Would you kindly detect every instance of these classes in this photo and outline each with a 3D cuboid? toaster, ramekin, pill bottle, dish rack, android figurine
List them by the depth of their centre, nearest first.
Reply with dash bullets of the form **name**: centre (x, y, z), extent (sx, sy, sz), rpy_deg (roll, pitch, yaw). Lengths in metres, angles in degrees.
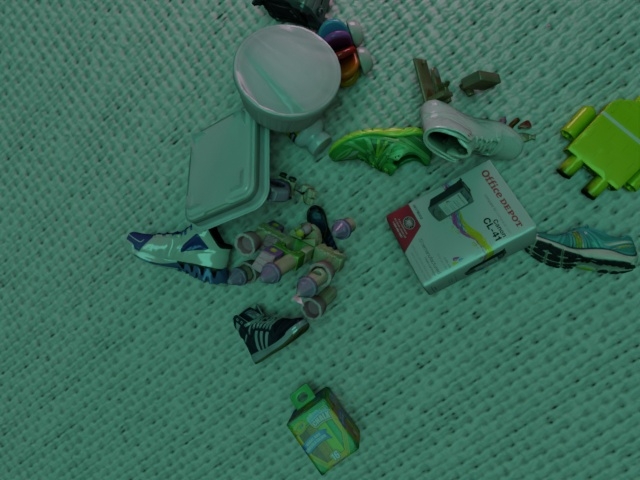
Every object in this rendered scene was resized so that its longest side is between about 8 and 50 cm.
- **android figurine**: centre (0.755, -0.246, 1.204), extent (0.248, 0.056, 0.273), rpy_deg (41, 98, 7)
- **ramekin**: centre (-0.090, -0.407, 1.213), extent (0.272, 0.127, 0.273), rpy_deg (3, 73, -10)
- **dish rack**: centre (-0.266, -0.210, 1.275), extent (0.285, 0.072, 0.333), rpy_deg (-18, 61, 28)
- **toaster**: centre (-0.070, -0.691, 1.293), extent (0.226, 0.129, 0.147), rpy_deg (26, 92, 26)
- **pill bottle**: centre (-0.056, -0.331, 1.318), extent (0.103, 0.103, 0.184), rpy_deg (-43, 84, 8)

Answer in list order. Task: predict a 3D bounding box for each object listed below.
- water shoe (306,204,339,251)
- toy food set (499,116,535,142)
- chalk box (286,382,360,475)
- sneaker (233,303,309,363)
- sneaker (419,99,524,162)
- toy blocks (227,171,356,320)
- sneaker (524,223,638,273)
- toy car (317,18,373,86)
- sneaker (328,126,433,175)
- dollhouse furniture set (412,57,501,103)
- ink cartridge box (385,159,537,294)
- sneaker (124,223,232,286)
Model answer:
- **water shoe**: centre (0.000, 0.000, 1.330), extent (0.072, 0.080, 0.203), rpy_deg (-19, 88, 10)
- **toy food set**: centre (0.515, -0.299, 1.262), extent (0.122, 0.019, 0.078), rpy_deg (-8, 90, 10)
- **chalk box**: centre (-0.002, 0.509, 1.314), extent (0.132, 0.132, 0.213), rpy_deg (-38, 84, 3)
- **sneaker**: centre (-0.148, 0.237, 1.304), extent (0.153, 0.099, 0.282), rpy_deg (58, 137, 9)
- **sneaker**: centre (0.386, -0.242, 1.186), extent (0.292, 0.169, 0.108), rpy_deg (18, 133, -5)
- **toy blocks**: centre (-0.094, 0.034, 1.197), extent (0.288, 0.260, 0.309), rpy_deg (26, 118, 19)
- **sneaker**: centre (0.669, 0.014, 1.220), extent (0.275, 0.107, 0.110), rpy_deg (10, 64, 14)
- **toy car**: centre (0.049, -0.519, 1.277), extent (0.159, 0.136, 0.182), rpy_deg (-19, 88, 10)
- **sneaker**: centre (0.165, -0.240, 1.280), extent (0.295, 0.109, 0.124), rpy_deg (-3, 87, 10)
- **dollhouse furniture set**: centre (0.357, -0.444, 1.223), extent (0.151, 0.144, 0.123), rpy_deg (-16, 88, 46)
- **ink cartridge box**: centre (0.358, -0.030, 1.213), extent (0.306, 0.131, 0.226), rpy_deg (-30, 66, 11)
- **sneaker**: centre (-0.395, 0.003, 1.388), extent (0.315, 0.127, 0.182), rpy_deg (19, 91, 2)
